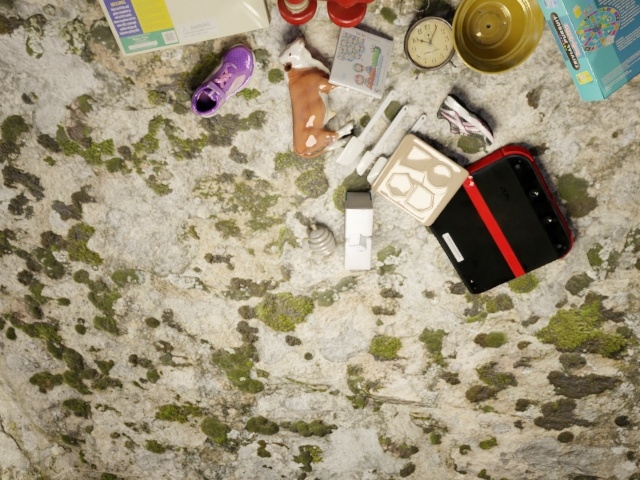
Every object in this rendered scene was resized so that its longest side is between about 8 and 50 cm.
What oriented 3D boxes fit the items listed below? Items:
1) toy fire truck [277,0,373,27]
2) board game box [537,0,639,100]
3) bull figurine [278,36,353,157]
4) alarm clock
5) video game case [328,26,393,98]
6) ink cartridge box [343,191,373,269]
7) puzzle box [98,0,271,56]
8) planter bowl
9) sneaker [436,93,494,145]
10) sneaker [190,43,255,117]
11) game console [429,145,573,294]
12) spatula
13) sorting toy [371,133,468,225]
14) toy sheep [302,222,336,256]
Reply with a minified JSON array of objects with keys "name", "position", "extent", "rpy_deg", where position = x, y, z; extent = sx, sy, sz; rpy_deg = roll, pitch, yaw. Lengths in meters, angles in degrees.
[{"name":"toy fire truck","position":[0.004,-0.664,1.213],"extent":[0.301,0.169,0.254],"rpy_deg":[5,89,4]},{"name":"board game box","position":[0.668,-0.541,1.198],"extent":[0.253,0.079,0.336],"rpy_deg":[-36,108,-4]},{"name":"bull figurine","position":[-0.009,-0.375,1.362],"extent":[0.188,0.101,0.311],"rpy_deg":[-1,114,3]},{"name":"alarm clock","position":[0.271,-0.516,1.294],"extent":[0.129,0.064,0.192],"rpy_deg":[-13,116,11]},{"name":"video game case","position":[0.104,-0.454,1.306],"extent":[0.143,0.019,0.157],"rpy_deg":[14,82,-13]},{"name":"ink cartridge box","position":[0.108,-0.030,1.492],"extent":[0.082,0.140,0.191],"rpy_deg":[0,116,3]},{"name":"puzzle box","position":[-0.352,-0.629,1.264],"extent":[0.408,0.052,0.272],"rpy_deg":[-8,129,8]},{"name":"planter bowl","position":[0.423,-0.525,1.262],"extent":[0.217,0.090,0.217],"rpy_deg":[1,114,1]},{"name":"sneaker","position":[0.389,-0.313,1.387],"extent":[0.178,0.072,0.077],"rpy_deg":[40,124,-5]},{"name":"sneaker","position":[-0.264,-0.414,1.364],"extent":[0.095,0.104,0.236],"rpy_deg":[42,110,-13]},{"name":"game console","position":[0.513,-0.051,1.504],"extent":[0.341,0.060,0.387],"rpy_deg":[-28,109,22]},{"name":"spatula","position":[0.174,-0.278,1.416],"extent":[0.168,0.019,0.242],"rpy_deg":[28,109,-27]},{"name":"sorting toy","position":[0.278,-0.170,1.446],"extent":[0.208,0.038,0.193],"rpy_deg":[33,112,-2]},{"name":"toy sheep","position":[0.000,0.000,1.546],"extent":[0.091,0.091,0.132],"rpy_deg":[-22,130,14]}]
